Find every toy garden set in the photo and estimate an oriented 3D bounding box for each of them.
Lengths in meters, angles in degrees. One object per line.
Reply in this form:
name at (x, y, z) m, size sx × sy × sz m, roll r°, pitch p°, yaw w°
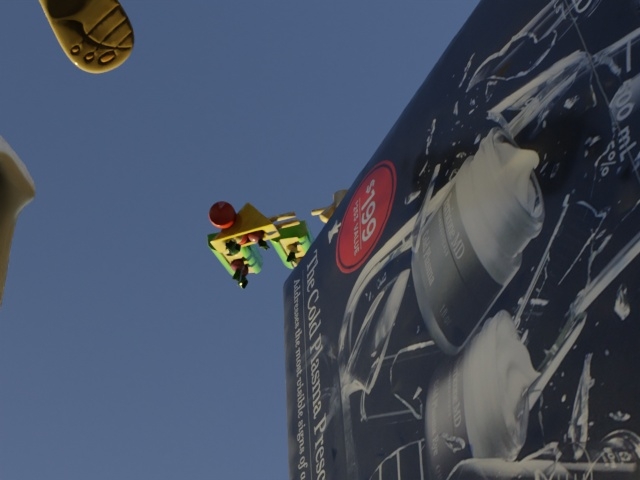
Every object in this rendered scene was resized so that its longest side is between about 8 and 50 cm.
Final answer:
toy garden set at (0.000, 0.000, 1.262) m, size 0.244 × 0.204 × 0.049 m, roll -8°, pitch -108°, yaw 5°

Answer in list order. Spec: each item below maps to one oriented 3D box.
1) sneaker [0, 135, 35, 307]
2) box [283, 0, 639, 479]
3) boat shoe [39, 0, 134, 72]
sneaker at (-0.130, 0.032, 0.345) m, size 0.053 × 0.061 × 0.152 m, roll 18°, pitch -89°, yaw -47°
box at (0.130, 0.056, 0.560) m, size 0.179 × 0.343 × 0.312 m, roll 22°, pitch -55°, yaw -20°
boat shoe at (-0.188, -0.204, 0.821) m, size 0.064 × 0.060 × 0.178 m, roll -26°, pitch -62°, yaw -7°
